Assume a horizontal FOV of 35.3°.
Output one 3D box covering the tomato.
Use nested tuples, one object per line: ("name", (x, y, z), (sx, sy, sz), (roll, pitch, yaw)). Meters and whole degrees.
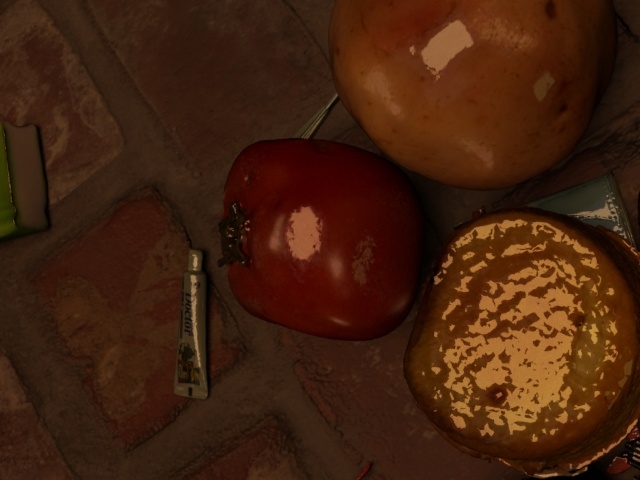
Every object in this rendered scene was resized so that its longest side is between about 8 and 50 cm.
("tomato", (0.000, 0.000, 1.468), (0.325, 0.289, 0.293), (167, 103, -66))

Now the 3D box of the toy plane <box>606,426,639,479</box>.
("toy plane", (0.502, 0.319, 1.395), (0.189, 0.061, 0.130), (20, 95, 21))

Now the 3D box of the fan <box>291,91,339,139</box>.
("fan", (-0.015, -0.188, 1.641), (0.038, 0.016, 0.193), (45, 105, 19))

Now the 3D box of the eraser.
("eraser", (-0.641, -0.088, 1.853), (0.274, 0.092, 0.210), (-11, 85, 23))

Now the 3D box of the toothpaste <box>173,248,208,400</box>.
("toothpaste", (-0.215, 0.142, 1.706), (0.067, 0.037, 0.256), (4, 94, 22))

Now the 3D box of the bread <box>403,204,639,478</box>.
("bread", (0.264, 0.132, 1.334), (0.336, 0.204, 0.359), (15, 91, 27))

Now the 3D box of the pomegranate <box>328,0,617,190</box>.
("pomegranate", (0.199, -0.252, 1.368), (0.411, 0.411, 0.412), (-1, 89, 22))

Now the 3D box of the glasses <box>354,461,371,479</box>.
("glasses", (0.082, 0.499, 1.532), (0.234, 0.118, 0.269), (22, 97, 22))

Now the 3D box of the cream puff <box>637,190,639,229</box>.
("cream puff", (0.512, -0.038, 1.389), (0.149, 0.084, 0.149), (-1, 86, 18))

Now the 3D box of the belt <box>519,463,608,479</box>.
("belt", (0.285, 0.416, 1.412), (0.289, 0.184, 0.164), (-40, 87, 17))

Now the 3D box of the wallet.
("wallet", (0.331, 0.022, 1.465), (0.250, 0.075, 0.176), (-20, 78, 21))
